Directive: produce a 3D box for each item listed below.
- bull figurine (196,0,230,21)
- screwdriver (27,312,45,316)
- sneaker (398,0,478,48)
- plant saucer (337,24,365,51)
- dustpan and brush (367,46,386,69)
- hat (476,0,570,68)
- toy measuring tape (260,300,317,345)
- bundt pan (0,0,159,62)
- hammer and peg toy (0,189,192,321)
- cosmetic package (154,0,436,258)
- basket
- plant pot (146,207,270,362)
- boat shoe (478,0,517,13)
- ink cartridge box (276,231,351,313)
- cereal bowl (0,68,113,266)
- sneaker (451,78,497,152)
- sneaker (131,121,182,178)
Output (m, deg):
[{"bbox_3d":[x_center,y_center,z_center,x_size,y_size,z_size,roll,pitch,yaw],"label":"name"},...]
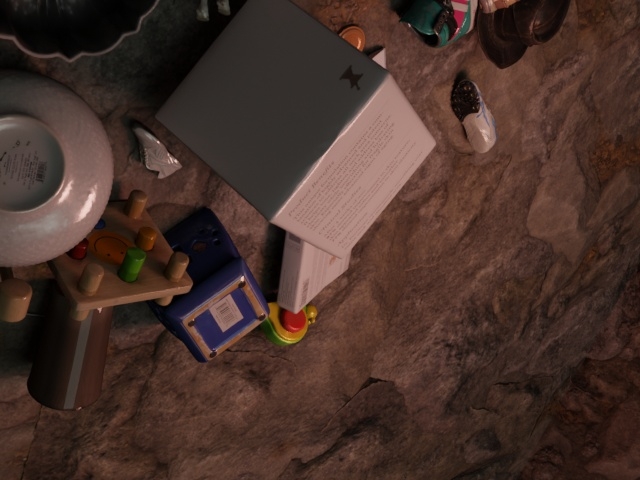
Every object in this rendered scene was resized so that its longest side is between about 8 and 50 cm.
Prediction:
[{"bbox_3d":[-0.180,-0.492,1.437,0.310,0.101,0.189,33,65,-69],"label":"bull figurine"},{"bbox_3d":[-0.619,0.148,1.736,0.170,0.024,0.025,10,143,-46],"label":"screwdriver"},{"bbox_3d":[0.248,-0.541,1.853,0.178,0.123,0.296,-42,141,-20],"label":"sneaker"},{"bbox_3d":[0.064,-0.432,1.858,0.083,0.013,0.084,-22,133,-26],"label":"plant saucer"},{"bbox_3d":[0.084,-0.332,1.918,0.211,0.060,0.147,-28,136,-21],"label":"dustpan and brush"},{"bbox_3d":[0.504,-0.560,1.980,0.331,0.134,0.331,-24,123,-44],"label":"hat"},{"bbox_3d":[-0.141,0.218,2.118,0.330,0.121,0.121,-8,127,-36],"label":"toy measuring tape"},{"bbox_3d":[-0.415,-0.461,1.345,0.330,0.124,0.331,-22,133,-26],"label":"bundt pan"},{"bbox_3d":[-0.448,0.020,1.590,0.361,0.266,0.127,-7,138,-42],"label":"hammer and peg toy"},{"bbox_3d":[-0.030,-0.212,1.640,0.329,0.327,0.393,-50,158,3],"label":"cosmetic package"},{"bbox_3d":[-0.515,0.206,1.766,0.154,0.204,0.227,12,106,-14],"label":"basket"},{"bbox_3d":[-0.256,0.113,1.870,0.236,0.212,0.236,-35,138,-12],"label":"plant pot"},{"bbox_3d":[0.393,-0.633,1.789,0.123,0.116,0.325,33,56,-63],"label":"boat shoe"},{"bbox_3d":[0.000,0.000,2.110,0.261,0.066,0.296,-38,146,-49],"label":"ink cartridge box"},{"bbox_3d":[-0.509,-0.123,1.399,0.338,0.141,0.339,0,90,-20],"label":"cereal bowl"},{"bbox_3d":[0.403,-0.331,2.186,0.086,0.085,0.237,-59,142,-27],"label":"sneaker"},{"bbox_3d":[-0.337,-0.176,1.692,0.061,0.054,0.152,-40,139,-4],"label":"sneaker"}]
